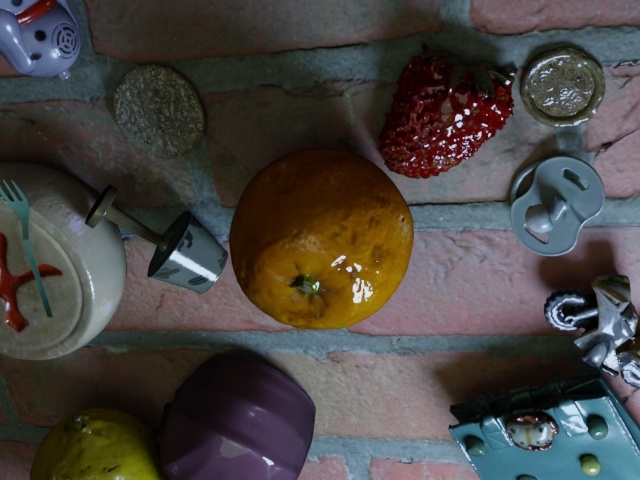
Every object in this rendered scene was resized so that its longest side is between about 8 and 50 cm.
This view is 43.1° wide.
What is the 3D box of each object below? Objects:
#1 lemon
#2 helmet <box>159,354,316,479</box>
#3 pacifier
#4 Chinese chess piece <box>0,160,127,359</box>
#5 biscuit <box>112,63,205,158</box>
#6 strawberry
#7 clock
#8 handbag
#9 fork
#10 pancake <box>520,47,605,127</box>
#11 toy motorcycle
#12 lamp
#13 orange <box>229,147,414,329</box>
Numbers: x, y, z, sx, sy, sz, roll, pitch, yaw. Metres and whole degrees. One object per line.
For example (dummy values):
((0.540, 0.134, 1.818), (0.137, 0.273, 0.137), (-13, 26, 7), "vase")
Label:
((-0.397, 0.436, 1.477), (0.253, 0.253, 0.311), (2, 117, 13), "lemon")
((-0.161, 0.375, 1.415), (0.271, 0.197, 0.338), (31, 120, -7), "helmet")
((0.309, -0.047, 1.110), (0.127, 0.116, 0.150), (47, 126, 16), "pacifier")
((-0.486, 0.034, 1.336), (0.338, 0.140, 0.338), (6, 120, 10), "Chinese chess piece")
((-0.243, -0.192, 1.219), (0.152, 0.020, 0.152), (7, 119, 12), "biscuit")
((0.167, -0.151, 1.101), (0.167, 0.087, 0.208), (17, 123, 3), "strawberry")
((-0.425, -0.334, 1.118), (0.188, 0.189, 0.254), (-8, 131, 18), "clock")
((0.371, 0.345, 1.281), (0.268, 0.100, 0.274), (-18, 123, 30), "handbag")
((-0.439, 0.012, 1.225), (0.039, 0.021, 0.235), (1, 119, 17), "fork")
((0.322, -0.202, 1.077), (0.114, 0.011, 0.115), (5, 120, 9), "pancake")
((0.442, 0.131, 1.186), (0.229, 0.094, 0.130), (36, 119, -13), "toy motorcycle")
((-0.252, -0.004, 1.264), (0.214, 0.121, 0.121), (34, 122, -19), "lamp")
((0.000, 0.000, 1.143), (0.261, 0.261, 0.261), (6, 120, 11), "orange")
